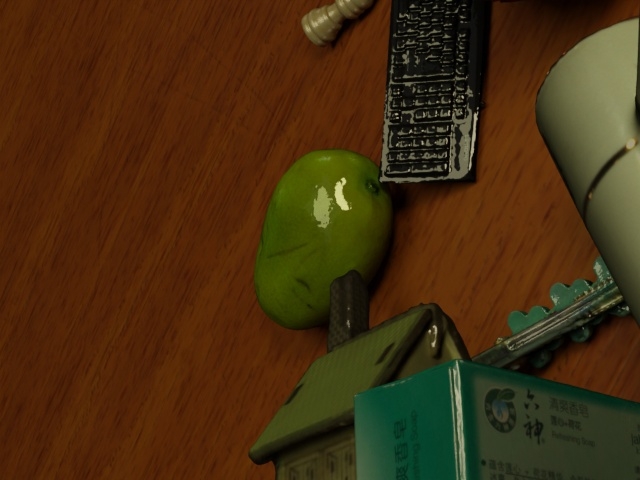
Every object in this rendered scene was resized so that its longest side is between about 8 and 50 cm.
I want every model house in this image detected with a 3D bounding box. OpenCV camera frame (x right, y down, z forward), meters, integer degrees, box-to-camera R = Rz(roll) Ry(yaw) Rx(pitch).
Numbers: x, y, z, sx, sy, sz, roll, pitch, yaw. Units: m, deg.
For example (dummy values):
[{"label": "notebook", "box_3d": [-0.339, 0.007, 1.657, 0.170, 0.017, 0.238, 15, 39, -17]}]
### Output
[{"label": "model house", "box_3d": [0.056, 0.116, 0.998, 0.218, 0.204, 0.279, -27, 49, 41]}]

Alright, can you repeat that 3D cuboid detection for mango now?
[{"label": "mango", "box_3d": [0.004, 0.002, 1.180, 0.117, 0.089, 0.163, 33, 115, 43]}]

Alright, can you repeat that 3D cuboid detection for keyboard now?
[{"label": "keyboard", "box_3d": [0.096, -0.166, 1.154, 0.087, 0.017, 0.251, -1, 74, 22]}]

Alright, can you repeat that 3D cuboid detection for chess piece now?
[{"label": "chess piece", "box_3d": [0.026, -0.213, 1.270, 0.092, 0.035, 0.035, -34, 52, 34]}]

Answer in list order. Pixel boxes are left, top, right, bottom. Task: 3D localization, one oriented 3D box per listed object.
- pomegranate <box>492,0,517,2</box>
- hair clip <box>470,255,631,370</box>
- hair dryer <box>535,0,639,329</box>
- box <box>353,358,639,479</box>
[{"label": "pomegranate", "box_3d": [0.132, -0.276, 1.033, 0.235, 0.210, 0.210, 167, 118, -83]}, {"label": "hair clip", "box_3d": [0.170, 0.051, 0.989, 0.173, 0.049, 0.049, -35, 52, 32]}, {"label": "hair dryer", "box_3d": [0.208, -0.104, 0.791, 0.128, 0.362, 0.203, -17, 52, -3]}, {"label": "box", "box_3d": [0.138, 0.168, 0.820, 0.092, 0.244, 0.153, -26, 57, 46]}]
